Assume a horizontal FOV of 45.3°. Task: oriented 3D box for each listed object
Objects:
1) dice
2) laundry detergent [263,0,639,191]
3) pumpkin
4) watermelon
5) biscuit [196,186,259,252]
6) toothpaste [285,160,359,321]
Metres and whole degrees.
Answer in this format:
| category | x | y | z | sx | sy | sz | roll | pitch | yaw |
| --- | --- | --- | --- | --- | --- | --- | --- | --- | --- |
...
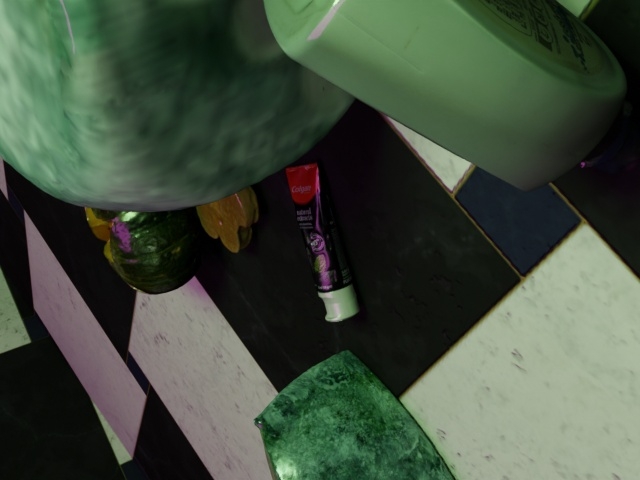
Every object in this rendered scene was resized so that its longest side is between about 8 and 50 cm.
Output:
| category | x | y | z | sx | sy | sz | roll | pitch | yaw |
| --- | --- | --- | --- | --- | --- | --- | --- | --- | --- |
| dice | -0.144 | -0.250 | 0.651 | 0.330 | 0.348 | 0.328 | 35 | 141 | 29 |
| laundry detergent | 0.102 | -0.128 | 0.501 | 0.105 | 0.280 | 0.215 | -51 | 33 | 29 |
| pumpkin | -0.268 | -0.031 | 1.190 | 0.238 | 0.159 | 0.238 | 46 | 148 | 40 |
| watermelon | 0.047 | 0.358 | 1.015 | 0.387 | 0.228 | 0.258 | 62 | 160 | 9 |
| biscuit | -0.144 | -0.118 | 1.044 | 0.202 | 0.044 | 0.289 | 28 | 138 | 45 |
| toothpaste | 0.000 | 0.000 | 0.930 | 0.071 | 0.045 | 0.194 | 1 | 110 | 56 |
